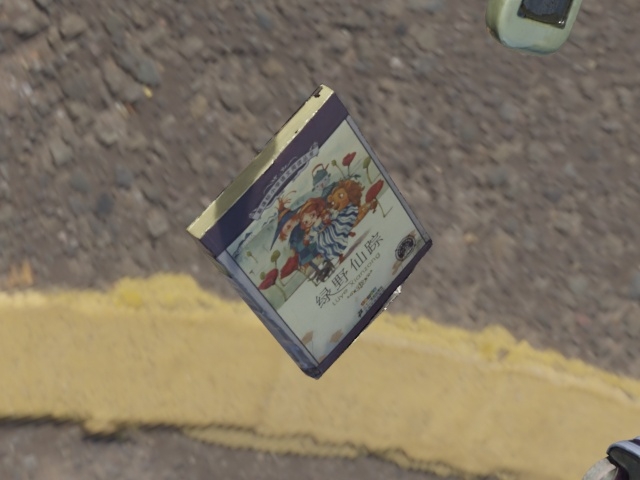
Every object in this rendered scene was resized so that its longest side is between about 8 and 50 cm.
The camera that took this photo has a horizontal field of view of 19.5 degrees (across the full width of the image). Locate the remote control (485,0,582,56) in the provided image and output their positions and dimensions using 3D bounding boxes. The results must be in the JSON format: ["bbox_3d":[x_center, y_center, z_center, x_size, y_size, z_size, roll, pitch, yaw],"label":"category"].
[{"bbox_3d":[0.200,-0.292,1.422,0.090,0.038,0.310,7,106,-44],"label":"remote control"}]

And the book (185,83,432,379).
[{"bbox_3d":[0.001,0.000,1.492,0.157,0.026,0.231,-48,140,-10],"label":"book"}]

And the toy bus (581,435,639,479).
[{"bbox_3d":[0.142,0.151,0.697,0.076,0.073,0.167,-12,119,-24],"label":"toy bus"}]
